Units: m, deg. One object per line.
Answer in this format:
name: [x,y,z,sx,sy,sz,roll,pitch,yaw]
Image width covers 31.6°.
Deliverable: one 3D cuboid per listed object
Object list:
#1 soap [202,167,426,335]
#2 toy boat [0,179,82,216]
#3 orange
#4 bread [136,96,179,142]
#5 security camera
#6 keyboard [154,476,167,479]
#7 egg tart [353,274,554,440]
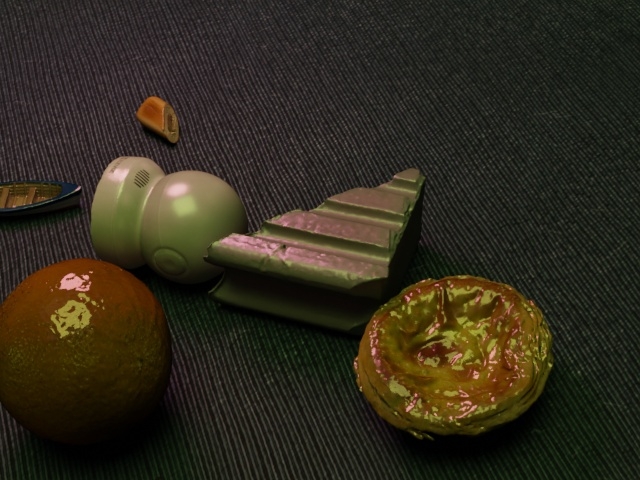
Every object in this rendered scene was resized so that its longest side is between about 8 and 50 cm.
soap: [0.000,0.000,1.799,0.302,0.159,0.258,12,51,17]
toy boat: [-0.537,-0.074,2.037,0.229,0.046,0.080,-4,44,4]
orange: [-0.345,0.159,1.618,0.274,0.274,0.274,-4,44,4]
bread: [-0.300,-0.231,2.156,0.103,0.049,0.062,31,85,32]
security camera: [-0.235,-0.032,1.853,0.236,0.194,0.194,9,47,13]
keyboard: [-0.257,0.417,1.512,0.093,0.025,0.230,19,51,29]
egg tart: [0.193,0.178,1.624,0.294,0.116,0.295,-4,47,4]
